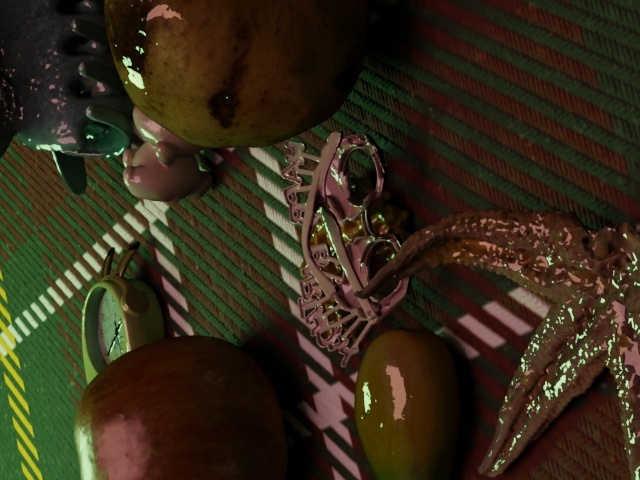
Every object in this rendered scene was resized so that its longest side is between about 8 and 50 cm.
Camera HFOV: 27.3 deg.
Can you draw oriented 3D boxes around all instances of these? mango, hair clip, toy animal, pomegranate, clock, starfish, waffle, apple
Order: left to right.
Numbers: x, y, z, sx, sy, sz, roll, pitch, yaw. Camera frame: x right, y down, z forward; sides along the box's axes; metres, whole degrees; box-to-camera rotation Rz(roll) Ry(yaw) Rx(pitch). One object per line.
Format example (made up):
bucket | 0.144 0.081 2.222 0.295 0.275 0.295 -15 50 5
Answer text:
hair clip | -0.364 -0.248 1.793 0.238 0.392 0.319 -21 74 28
clock | -0.283 0.120 1.893 0.170 0.069 0.232 -12 83 56
apple | -0.186 0.254 1.606 0.278 0.250 0.309 63 143 28
toy animal | -0.182 -0.158 1.675 0.124 0.124 0.213 45 123 44
pomegranate | -0.087 -0.232 1.367 0.281 0.281 0.281 10 102 55
waffle | 0.031 0.021 1.432 0.149 0.051 0.194 51 133 42
mango | 0.090 0.183 1.337 0.130 0.091 0.195 -1 102 54
starfish | 0.220 0.088 1.097 0.398 0.132 0.384 14 113 41

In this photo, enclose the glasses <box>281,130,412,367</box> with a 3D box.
glasses | 0.002 0.002 1.353 0.162 0.095 0.256 -28 67 53
